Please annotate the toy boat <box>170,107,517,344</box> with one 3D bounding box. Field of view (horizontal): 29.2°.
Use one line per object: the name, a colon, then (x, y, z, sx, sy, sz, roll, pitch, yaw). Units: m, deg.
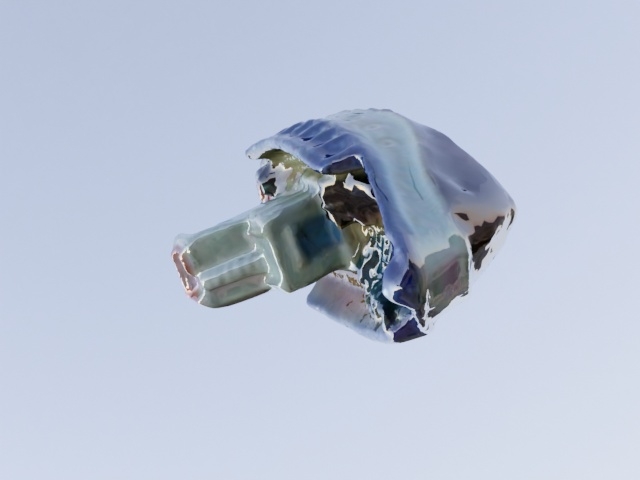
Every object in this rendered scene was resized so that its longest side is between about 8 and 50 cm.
toy boat: (0.000, 0.000, 0.630, 0.115, 0.262, 0.114, -28, -75, -22)
